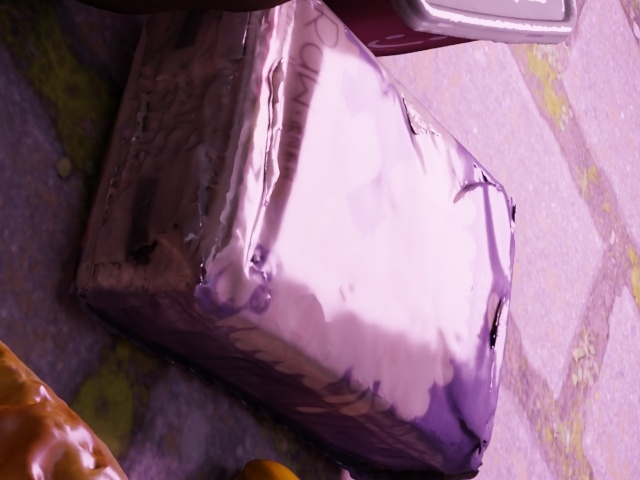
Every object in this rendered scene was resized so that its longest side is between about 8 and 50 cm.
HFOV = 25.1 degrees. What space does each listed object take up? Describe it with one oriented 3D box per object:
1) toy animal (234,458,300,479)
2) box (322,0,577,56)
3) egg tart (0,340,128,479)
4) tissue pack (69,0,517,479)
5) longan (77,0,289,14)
[{"bbox_3d":[-0.031,0.195,0.927,0.114,0.091,0.082,45,74,-25],"label":"toy animal"},{"bbox_3d":[0.053,-0.230,1.064,0.294,0.167,0.193,-7,90,-57],"label":"box"},{"bbox_3d":[-0.196,0.120,0.573,0.341,0.132,0.341,41,13,-12],"label":"egg tart"},{"bbox_3d":[0.000,0.000,0.964,0.344,0.125,0.242,38,54,-45],"label":"tissue pack"},{"bbox_3d":[-0.080,-0.241,0.784,0.258,0.258,0.258,19,67,-53],"label":"longan"}]
